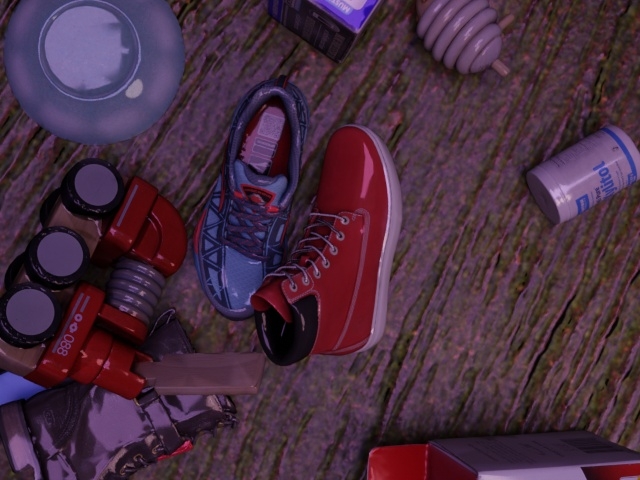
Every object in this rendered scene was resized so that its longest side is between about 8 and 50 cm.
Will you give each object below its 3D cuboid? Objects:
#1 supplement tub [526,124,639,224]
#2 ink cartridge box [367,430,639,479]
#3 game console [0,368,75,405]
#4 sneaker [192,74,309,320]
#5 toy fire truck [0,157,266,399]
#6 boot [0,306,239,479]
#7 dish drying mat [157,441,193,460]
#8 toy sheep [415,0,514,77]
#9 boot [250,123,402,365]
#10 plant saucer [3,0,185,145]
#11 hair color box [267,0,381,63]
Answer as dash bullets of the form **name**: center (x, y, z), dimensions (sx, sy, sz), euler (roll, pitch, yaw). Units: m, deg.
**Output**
- **supplement tub**: center (0.287, -0.072, 0.998), dimensions (0.107, 0.071, 0.071), euler (-31, 94, -2)
- **ink cartridge box**: center (0.189, 0.370, 0.953), dimensions (0.271, 0.130, 0.310), euler (0, 93, -17)
- **game console**: center (-0.332, 0.149, 0.964), dimensions (0.122, 0.071, 0.107), euler (-26, 93, -2)
- **sneaker**: center (-0.076, -0.044, 0.946), dimensions (0.104, 0.125, 0.262), euler (9, 91, -3)
- **toy fire truck**: center (-0.178, 0.060, 0.913), dimensions (0.246, 0.158, 0.217), euler (31, 61, -20)
- **boot**: center (-0.191, 0.228, 0.963), dimensions (0.228, 0.091, 0.263), euler (-23, 96, -12)
- **dish drying mat**: center (-0.184, 0.228, 1.009), dimensions (0.083, 0.008, 0.032), euler (-19, 92, -3)
- **toy sheep**: center (0.153, -0.222, 0.976), dimensions (0.132, 0.091, 0.091), euler (43, 89, 14)
- **boot**: center (0.000, 0.000, 0.926), dimensions (0.088, 0.176, 0.245), euler (4, 93, 37)
- **plant saucer**: center (-0.242, -0.199, 0.974), dimensions (0.194, 0.037, 0.195), euler (0, 93, -5)
- **hair color box**: center (0.081, -0.355, 0.916), dimensions (0.110, 0.185, 0.339), euler (33, 89, -4)
